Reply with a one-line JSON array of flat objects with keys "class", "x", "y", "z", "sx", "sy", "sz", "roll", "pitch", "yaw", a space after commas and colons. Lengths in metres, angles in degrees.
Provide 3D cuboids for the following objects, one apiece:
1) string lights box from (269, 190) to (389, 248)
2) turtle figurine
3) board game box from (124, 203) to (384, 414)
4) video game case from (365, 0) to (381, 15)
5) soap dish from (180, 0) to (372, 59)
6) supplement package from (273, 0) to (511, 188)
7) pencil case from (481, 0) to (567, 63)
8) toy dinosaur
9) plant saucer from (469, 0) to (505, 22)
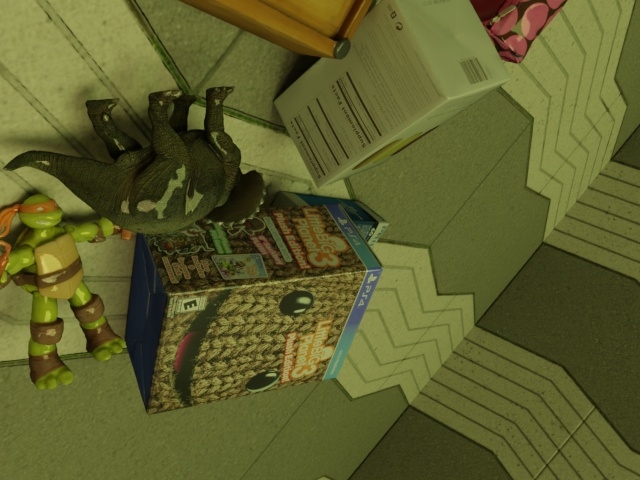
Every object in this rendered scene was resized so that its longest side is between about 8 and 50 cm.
[{"class": "string lights box", "x": 0.000, "y": 0.000, "z": 1.136, "sx": 0.260, "sy": 0.077, "sz": 0.133, "roll": 2, "pitch": 124, "yaw": -58}, {"class": "turtle figurine", "x": -0.289, "y": 0.043, "z": 0.710, "sx": 0.269, "sy": 0.087, "sz": 0.217, "roll": -42, "pitch": 135, "yaw": -55}, {"class": "board game box", "x": -0.099, "y": 0.088, "z": 0.923, "sx": 0.291, "sy": 0.141, "sz": 0.232, "roll": -6, "pitch": 133, "yaw": -28}, {"class": "video game case", "x": 0.097, "y": -0.281, "z": 0.984, "sx": 0.143, "sy": 0.019, "sz": 0.157, "roll": -22, "pitch": 143, "yaw": -43}, {"class": "soap dish", "x": -0.031, "y": -0.304, "z": 0.640, "sx": 0.291, "sy": 0.118, "sz": 0.229, "roll": 0, "pitch": 125, "yaw": -59}, {"class": "supplement package", "x": 0.080, "y": -0.184, "z": 0.836, "sx": 0.139, "sy": 0.133, "sz": 0.244, "roll": -25, "pitch": 176, "yaw": -41}, {"class": "pencil case", "x": 0.307, "y": -0.354, "z": 0.954, "sx": 0.098, "sy": 0.095, "sz": 0.209, "roll": 30, "pitch": 98, "yaw": -47}, {"class": "toy dinosaur", "x": -0.154, "y": -0.071, "z": 0.700, "sx": 0.314, "sy": 0.121, "sz": 0.160, "roll": -22, "pitch": 107, "yaw": -55}, {"class": "plant saucer", "x": 0.258, "y": -0.466, "z": 0.921, "sx": 0.332, "sy": 0.084, "sz": 0.332, "roll": -36, "pitch": 151, "yaw": -24}]
